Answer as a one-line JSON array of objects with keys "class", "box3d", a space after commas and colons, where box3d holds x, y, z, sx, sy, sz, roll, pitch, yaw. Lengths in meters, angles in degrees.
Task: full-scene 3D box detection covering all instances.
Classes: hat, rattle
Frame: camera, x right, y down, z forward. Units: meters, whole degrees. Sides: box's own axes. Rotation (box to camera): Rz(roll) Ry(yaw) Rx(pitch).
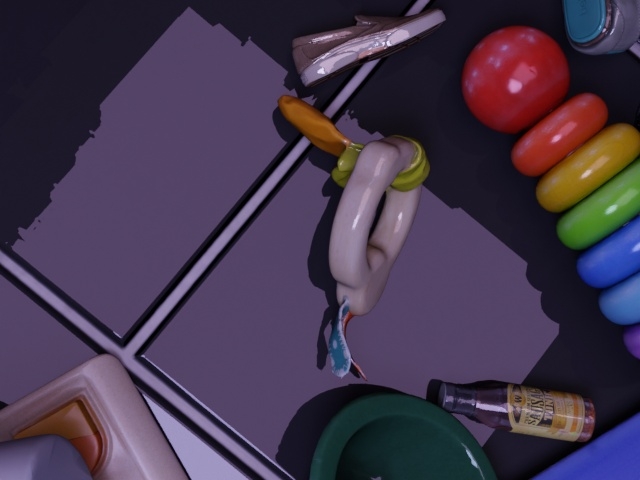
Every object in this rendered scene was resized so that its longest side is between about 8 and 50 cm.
[{"class": "hat", "box3d": [0.015, 0.231, 0.724, 0.208, 0.183, 0.173, 17, 56, -26]}, {"class": "rattle", "box3d": [0.000, 0.000, 0.721, 0.142, 0.130, 0.200, 18, 109, 6]}]

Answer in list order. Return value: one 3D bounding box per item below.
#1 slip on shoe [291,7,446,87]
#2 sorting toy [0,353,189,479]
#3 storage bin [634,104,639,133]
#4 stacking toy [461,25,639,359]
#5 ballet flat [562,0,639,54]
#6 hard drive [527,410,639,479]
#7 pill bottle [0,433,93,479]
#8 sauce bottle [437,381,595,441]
[{"class": "slip on shoe", "box3d": [0.040, -0.174, 0.752, 0.135, 0.051, 0.041, -24, 90, -1]}, {"class": "sorting toy", "box3d": [-0.208, 0.219, 0.688, 0.208, 0.038, 0.193, -30, 89, -9]}, {"class": "storage bin", "box3d": [0.346, -0.141, 0.718, 0.084, 0.180, 0.122, 22, 82, -5]}, {"class": "stacking toy", "box3d": [0.236, -0.037, 0.733, 0.141, 0.141, 0.330, -36, 83, -9]}, {"class": "ballet flat", "box3d": [0.241, -0.267, 0.784, 0.068, 0.072, 0.213, -4, 85, -35]}, {"class": "hard drive", "box3d": [0.247, 0.274, 0.710, 0.318, 0.040, 0.210, -29, 71, -8]}, {"class": "pill bottle", "box3d": [-0.345, 0.253, 0.555, 0.392, 0.224, 0.224, -11, 86, -1]}, {"class": "sauce bottle", "box3d": [0.163, 0.141, 0.739, 0.128, 0.042, 0.042, 8, 84, -6]}]
